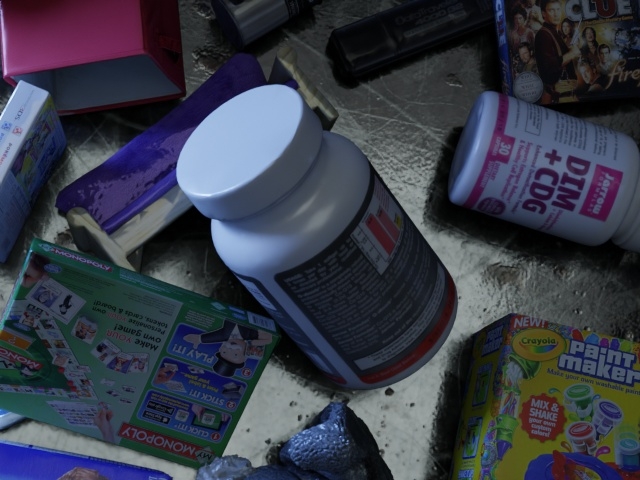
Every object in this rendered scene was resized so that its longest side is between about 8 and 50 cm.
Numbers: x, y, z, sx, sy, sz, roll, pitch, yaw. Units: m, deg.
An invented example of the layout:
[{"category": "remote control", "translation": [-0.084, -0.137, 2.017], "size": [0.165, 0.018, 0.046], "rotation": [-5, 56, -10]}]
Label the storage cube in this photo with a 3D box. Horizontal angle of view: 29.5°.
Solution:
[{"category": "storage cube", "translation": [-0.289, -0.286, 1.564], "size": [0.214, 0.183, 0.193], "rotation": [-9, 79, 8]}]

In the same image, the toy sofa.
[{"category": "toy sofa", "translation": [-0.168, -0.106, 1.579], "size": [0.362, 0.150, 0.177], "rotation": [-39, 87, -13]}]

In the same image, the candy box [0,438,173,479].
[{"category": "candy box", "translation": [-0.360, 0.382, 1.460], "size": [0.317, 0.122, 0.268], "rotation": [12, 77, -8]}]

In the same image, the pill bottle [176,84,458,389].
[{"category": "pill bottle", "translation": [0.000, 0.000, 1.463], "size": [0.210, 0.210, 0.363], "rotation": [-49, 128, -13]}]

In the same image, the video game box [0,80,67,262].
[{"category": "video game box", "translation": [-0.385, -0.081, 1.518], "size": [0.048, 0.205, 0.187], "rotation": [27, 76, 0]}]

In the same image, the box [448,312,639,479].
[{"category": "box", "translation": [0.331, 0.268, 1.554], "size": [0.289, 0.177, 0.279], "rotation": [13, 76, -5]}]

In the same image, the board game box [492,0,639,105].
[{"category": "board game box", "translation": [0.370, -0.276, 1.715], "size": [0.243, 0.042, 0.165], "rotation": [-7, 91, -12]}]

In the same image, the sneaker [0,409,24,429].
[{"category": "sneaker", "translation": [-0.368, 0.172, 1.542], "size": [0.152, 0.058, 0.085], "rotation": [-31, 87, -14]}]

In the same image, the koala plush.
[{"category": "koala plush", "translation": [-0.027, 0.319, 1.513], "size": [0.221, 0.203, 0.196], "rotation": [-29, 102, 5]}]

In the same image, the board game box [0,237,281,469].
[{"category": "board game box", "translation": [-0.236, 0.146, 1.484], "size": [0.317, 0.046, 0.214], "rotation": [21, 109, -17]}]

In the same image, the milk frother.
[{"category": "milk frother", "translation": [-0.094, -0.360, 1.679], "size": [0.134, 0.129, 0.143], "rotation": [-32, 41, -13]}]

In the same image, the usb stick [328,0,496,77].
[{"category": "usb stick", "translation": [0.144, -0.305, 1.714], "size": [0.278, 0.045, 0.077], "rotation": [-23, 79, -11]}]

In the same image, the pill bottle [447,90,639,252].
[{"category": "pill bottle", "translation": [0.327, -0.085, 1.632], "size": [0.283, 0.160, 0.160], "rotation": [17, 77, -4]}]
